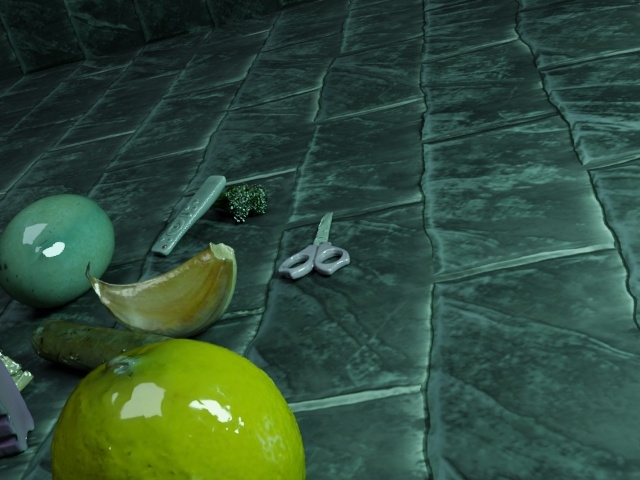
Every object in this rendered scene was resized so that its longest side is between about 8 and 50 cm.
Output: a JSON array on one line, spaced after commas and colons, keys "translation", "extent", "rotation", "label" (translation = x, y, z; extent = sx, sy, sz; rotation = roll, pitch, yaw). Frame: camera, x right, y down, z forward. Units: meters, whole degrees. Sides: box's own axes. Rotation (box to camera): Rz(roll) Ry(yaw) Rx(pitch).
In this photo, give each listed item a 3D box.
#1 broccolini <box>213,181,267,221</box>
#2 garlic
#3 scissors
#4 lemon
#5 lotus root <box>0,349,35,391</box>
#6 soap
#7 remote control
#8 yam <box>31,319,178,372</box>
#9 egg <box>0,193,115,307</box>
[{"translation": [-0.176, -0.080, 1.619], "extent": [0.074, 0.058, 0.201], "rotation": [-26, 27, -34], "label": "broccolini"}, {"translation": [-0.212, 0.087, 1.249], "extent": [0.206, 0.128, 0.115], "rotation": [-12, 60, -5], "label": "garlic"}, {"translation": [0.000, 0.001, 1.397], "extent": [0.110, 0.021, 0.212], "rotation": [-8, 28, 13], "label": "scissors"}, {"translation": [-0.143, 0.201, 0.862], "extent": [0.240, 0.219, 0.240], "rotation": [-18, 25, 9], "label": "lemon"}, {"translation": [-0.505, 0.196, 1.250], "extent": [0.159, 0.095, 0.135], "rotation": [40, 56, 12], "label": "lotus root"}, {"translation": [-0.480, 0.228, 1.121], "extent": [0.203, 0.122, 0.065], "rotation": [-14, 26, 4], "label": "soap"}, {"translation": [-0.228, -0.042, 1.569], "extent": [0.050, 0.027, 0.184], "rotation": [5, 51, 48], "label": "remote control"}, {"translation": [-0.277, 0.153, 1.210], "extent": [0.317, 0.067, 0.071], "rotation": [4, 58, 38], "label": "yam"}, {"translation": [-0.432, 0.014, 1.459], "extent": [0.169, 0.169, 0.236], "rotation": [-5, 31, 24], "label": "egg"}]
